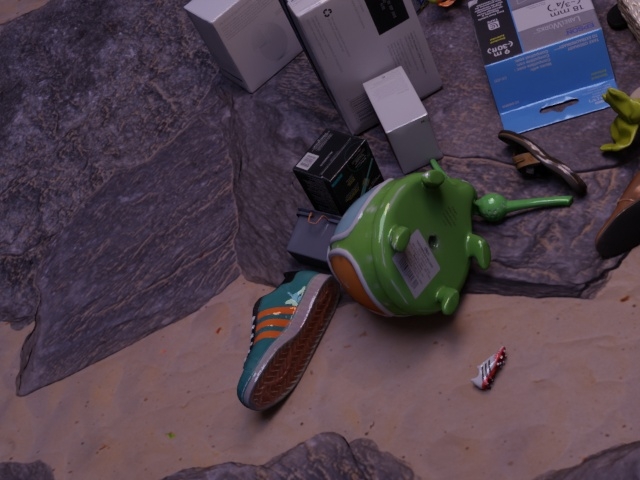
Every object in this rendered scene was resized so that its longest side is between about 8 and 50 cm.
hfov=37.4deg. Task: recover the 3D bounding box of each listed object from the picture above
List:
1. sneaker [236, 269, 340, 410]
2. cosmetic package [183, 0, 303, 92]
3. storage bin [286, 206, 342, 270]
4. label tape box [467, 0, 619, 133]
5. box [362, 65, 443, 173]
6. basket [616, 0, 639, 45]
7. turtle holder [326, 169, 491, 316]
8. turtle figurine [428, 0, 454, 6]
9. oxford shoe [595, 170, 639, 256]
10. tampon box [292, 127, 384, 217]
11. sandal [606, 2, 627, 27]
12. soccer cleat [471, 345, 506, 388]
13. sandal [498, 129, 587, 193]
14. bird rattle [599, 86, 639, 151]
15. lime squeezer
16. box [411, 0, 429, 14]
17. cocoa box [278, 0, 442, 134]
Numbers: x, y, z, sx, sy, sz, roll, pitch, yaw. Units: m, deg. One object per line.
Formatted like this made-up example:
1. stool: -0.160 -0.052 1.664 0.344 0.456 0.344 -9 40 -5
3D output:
1. sneaker: -0.081 0.176 1.716 0.121 0.108 0.302 10 50 33
2. cosmetic package: -0.163 -0.519 2.244 0.224 0.224 0.138 -42 47 -12
3. storage bin: 0.000 0.000 1.832 0.135 0.098 0.091 14 71 34
4. label tape box: 0.452 -0.391 1.925 0.241 0.106 0.333 -16 47 14
5. box: 0.167 -0.245 1.923 0.091 0.130 0.170 -24 46 5
6. basket: 0.657 -0.451 1.855 0.103 0.113 0.167 -25 60 13
7. turtle holder: 0.144 -0.017 1.672 0.227 0.243 0.320 -9 59 47
8. turtle figurine: 0.307 -0.604 2.145 0.270 0.087 0.217 20 67 37
9. oxford shoe: 0.543 -0.060 1.625 0.212 0.076 0.076 -48 28 2
10. tampon box: 0.043 -0.116 1.854 0.101 0.161 0.120 22 64 38
11. sandal: 0.660 -0.509 1.967 0.179 0.040 0.067 -42 47 -11
12. soccer cleat: 0.279 0.207 1.563 0.036 0.029 0.083 20 68 32
13. sandal: 0.405 -0.142 1.771 0.060 0.090 0.219 -52 54 9
14. bird rattle: 0.635 -0.226 1.693 0.254 0.143 0.207 12 43 29
15. lime squeezer: 0.307 -0.092 1.780 0.310 0.059 0.110 20 64 37
16. box: 0.238 -0.597 2.235 0.059 0.054 0.169 27 67 39
17. cocoa box: 0.072 -0.448 1.988 0.231 0.347 0.228 -30 46 1
